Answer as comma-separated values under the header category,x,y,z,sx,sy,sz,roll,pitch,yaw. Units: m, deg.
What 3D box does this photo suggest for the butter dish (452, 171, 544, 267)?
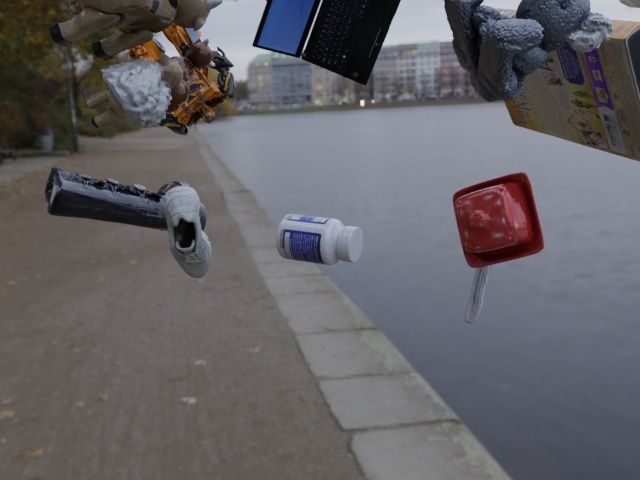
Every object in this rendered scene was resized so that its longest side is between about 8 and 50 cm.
category,x,y,z,sx,sy,sz,roll,pitch,yaw
butter dish,0.312,-0.038,1.294,0.160,0.160,0.118,-16,-10,34

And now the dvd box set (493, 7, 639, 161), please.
category,x,y,z,sx,sy,sz,roll,pitch,yaw
dvd box set,0.529,-0.336,1.482,0.062,0.308,0.420,-40,33,-10

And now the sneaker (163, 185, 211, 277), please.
category,x,y,z,sx,sy,sz,roll,pitch,yaw
sneaker,-0.310,0.008,1.605,0.099,0.262,0.121,-9,44,-3

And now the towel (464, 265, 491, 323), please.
category,x,y,z,sx,sy,sz,roll,pitch,yaw
towel,0.394,0.060,1.654,0.034,0.209,0.285,15,19,15

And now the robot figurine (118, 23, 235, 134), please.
category,x,y,z,sx,sy,sz,roll,pitch,yaw
robot figurine,-0.311,-0.372,1.496,0.211,0.291,0.085,-36,-16,12

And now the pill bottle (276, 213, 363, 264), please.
category,x,y,z,sx,sy,sz,roll,pitch,yaw
pill bottle,0.000,0.000,1.650,0.186,0.112,0.112,8,14,26

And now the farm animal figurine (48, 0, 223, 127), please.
category,x,y,z,sx,sy,sz,roll,pitch,yaw
farm animal figurine,-0.233,-0.333,0.912,0.172,0.330,0.327,-19,16,14

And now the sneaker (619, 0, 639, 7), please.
category,x,y,z,sx,sy,sz,roll,pitch,yaw
sneaker,0.692,-0.569,1.462,0.118,0.110,0.292,41,8,29

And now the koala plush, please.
category,x,y,z,sx,sy,sz,roll,pitch,yaw
koala plush,0.350,-0.355,1.161,0.221,0.203,0.196,-29,54,-3

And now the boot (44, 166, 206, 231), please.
category,x,y,z,sx,sy,sz,roll,pitch,yaw
boot,-0.616,-0.129,2.139,0.445,0.146,0.367,7,10,-30

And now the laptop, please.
category,x,y,z,sx,sy,sz,roll,pitch,yaw
laptop,0.021,-0.497,1.547,0.264,0.234,0.136,23,21,0
